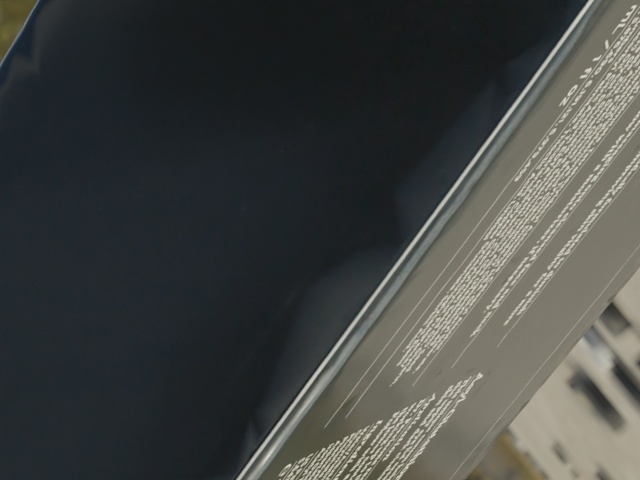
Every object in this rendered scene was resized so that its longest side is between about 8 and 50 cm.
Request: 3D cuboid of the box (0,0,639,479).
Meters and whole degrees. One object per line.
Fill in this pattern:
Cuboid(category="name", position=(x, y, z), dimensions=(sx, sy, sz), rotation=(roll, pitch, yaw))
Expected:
Cuboid(category="box", position=(0.000, 0.000, 0.453), dimensions=(0.103, 0.261, 0.184), rotation=(45, -154, 19))
